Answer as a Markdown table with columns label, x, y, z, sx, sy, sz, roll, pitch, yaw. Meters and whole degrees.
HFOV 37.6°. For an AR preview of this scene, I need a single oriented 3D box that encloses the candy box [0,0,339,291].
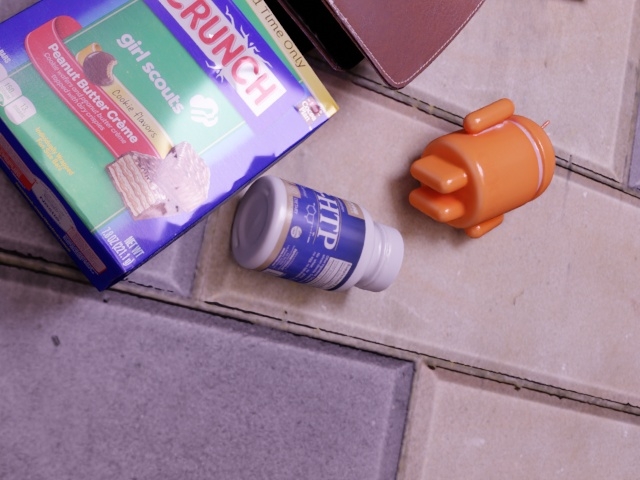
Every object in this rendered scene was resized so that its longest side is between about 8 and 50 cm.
| label | x | y | z | sx | sy | sz | roll | pitch | yaw |
| --- | --- | --- | --- | --- | --- | --- | --- | --- | --- |
| candy box | -0.179 | -0.148 | 0.995 | 0.317 | 0.122 | 0.268 | -41 | 98 | -28 |

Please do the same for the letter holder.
| label | x | y | z | sx | sy | sz | roll | pitch | yaw |
| --- | --- | --- | --- | --- | --- | --- | --- | --- | --- |
| letter holder | 0.080 | -0.338 | 1.163 | 0.214 | 0.152 | 0.302 | 48 | 65 | -22 |

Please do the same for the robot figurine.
| label | x | y | z | sx | sy | sz | roll | pitch | yaw |
| --- | --- | --- | --- | --- | --- | --- | --- | --- | --- |
| robot figurine | 0.219 | -0.092 | 1.243 | 0.219 | 0.128 | 0.158 | -22 | 89 | -29 |

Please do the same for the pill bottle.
| label | x | y | z | sx | sy | sz | roll | pitch | yaw |
| --- | --- | --- | --- | --- | --- | --- | --- | --- | --- |
| pill bottle | 0.000 | 0.000 | 1.113 | 0.187 | 0.112 | 0.112 | 17 | 78 | -29 |
